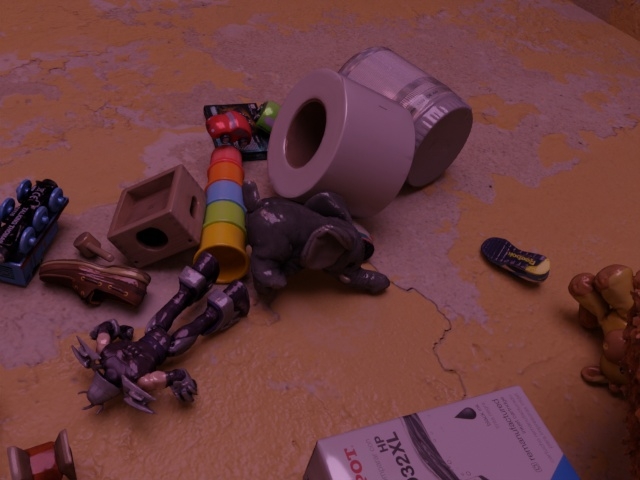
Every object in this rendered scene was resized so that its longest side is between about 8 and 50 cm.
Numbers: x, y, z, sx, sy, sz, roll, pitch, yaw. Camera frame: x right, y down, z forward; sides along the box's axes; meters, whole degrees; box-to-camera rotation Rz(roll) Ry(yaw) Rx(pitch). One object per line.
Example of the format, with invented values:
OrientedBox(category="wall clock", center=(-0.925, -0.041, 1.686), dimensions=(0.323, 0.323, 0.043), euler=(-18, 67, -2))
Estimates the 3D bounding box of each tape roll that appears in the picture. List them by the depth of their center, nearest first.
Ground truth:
OrientedBox(category="tape roll", center=(0.034, -0.175, 1.082), dimensions=(0.169, 0.246, 0.246), euler=(16, 37, -36))

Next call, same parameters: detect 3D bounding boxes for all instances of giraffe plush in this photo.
OrientedBox(category="giraffe plush", center=(0.516, 0.166, 0.972), dimensions=(0.210, 0.181, 0.170), euler=(43, 54, -18))

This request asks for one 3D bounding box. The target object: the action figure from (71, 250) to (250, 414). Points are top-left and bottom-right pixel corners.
OrientedBox(category="action figure", center=(-0.228, 0.147, 0.844), dimensions=(0.185, 0.099, 0.285), euler=(37, 52, 13))

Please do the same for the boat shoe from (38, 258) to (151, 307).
OrientedBox(category="boat shoe", center=(-0.361, 0.069, 0.908), dimensions=(0.177, 0.064, 0.060), euler=(7, 67, 3))

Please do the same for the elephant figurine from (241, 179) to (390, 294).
OrientedBox(category="elephant figurine", center=(0.000, 0.000, 0.973), dimensions=(0.239, 0.186, 0.169), euler=(-6, 72, -4))

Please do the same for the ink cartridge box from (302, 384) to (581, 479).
OrientedBox(category="ink cartridge box", center=(0.160, 0.335, 0.715), dimensions=(0.307, 0.129, 0.223), euler=(-8, 48, -20))

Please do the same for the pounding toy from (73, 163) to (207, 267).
OrientedBox(category="pounding toy", center=(-0.305, -0.006, 0.973), dimensions=(0.206, 0.094, 0.181), euler=(-21, 41, 16))

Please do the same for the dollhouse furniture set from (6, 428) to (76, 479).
OrientedBox(category="dollhouse furniture set", center=(-0.424, 0.282, 0.663), dimensions=(0.262, 0.135, 0.259), euler=(-12, 61, -23))

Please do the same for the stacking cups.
OrientedBox(category="stacking cups", center=(-0.185, -0.063, 1.073), dimensions=(0.096, 0.096, 0.316), euler=(1, 41, -12))

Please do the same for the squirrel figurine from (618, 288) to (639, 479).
OrientedBox(category="squirrel figurine", center=(0.481, 0.249, 0.723), dimensions=(0.397, 0.371, 0.281), euler=(29, -5, -32))

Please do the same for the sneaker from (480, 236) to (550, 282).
OrientedBox(category="sneaker", center=(0.376, 0.042, 1.120), dimensions=(0.144, 0.059, 0.053), euler=(31, 77, 39))

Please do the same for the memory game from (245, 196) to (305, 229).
OrientedBox(category="memory game", center=(-0.063, -0.023, 1.106), dimensions=(0.186, 0.012, 0.186), euler=(7, 44, -7))

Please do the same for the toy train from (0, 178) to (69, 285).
OrientedBox(category="toy train", center=(-0.478, -0.019, 0.939), dimensions=(0.080, 0.105, 0.184), euler=(15, 44, -5))

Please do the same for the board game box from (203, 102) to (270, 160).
OrientedBox(category="board game box", center=(-0.183, -0.245, 1.291), dimensions=(0.126, 0.026, 0.186), euler=(-7, 48, -19))

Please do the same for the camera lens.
OrientedBox(category="camera lens", center=(0.163, -0.274, 1.263), dimensions=(0.219, 0.219, 0.274), euler=(-27, 57, -33))

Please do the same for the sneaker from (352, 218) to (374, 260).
OrientedBox(category="sneaker", center=(0.029, -0.021, 1.090), dimensions=(0.161, 0.057, 0.075), euler=(26, 25, -5))

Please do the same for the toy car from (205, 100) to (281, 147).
OrientedBox(category="toy car", center=(-0.112, -0.240, 1.225), dimensions=(0.239, 0.053, 0.225), euler=(30, 37, -19))
